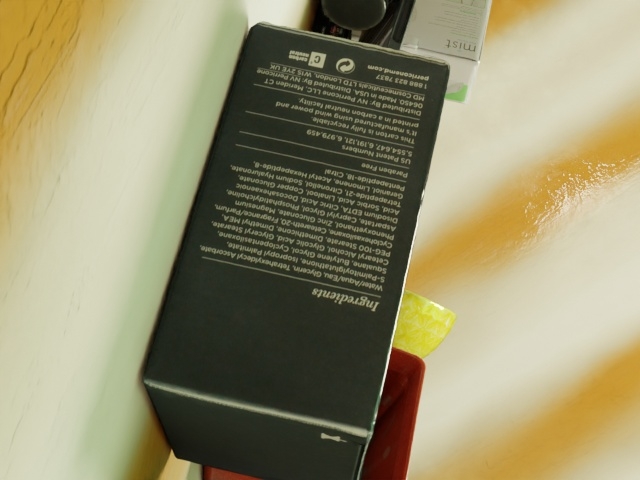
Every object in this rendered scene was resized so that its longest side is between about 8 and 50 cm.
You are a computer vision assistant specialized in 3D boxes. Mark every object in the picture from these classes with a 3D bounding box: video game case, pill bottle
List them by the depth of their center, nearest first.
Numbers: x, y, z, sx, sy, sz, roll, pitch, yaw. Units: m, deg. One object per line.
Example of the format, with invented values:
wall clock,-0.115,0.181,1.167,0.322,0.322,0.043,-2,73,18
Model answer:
pill bottle,0.069,-0.410,1.559,0.123,0.122,0.219,97,7,-51
video game case,0.084,-0.287,1.602,0.196,0.026,0.274,-48,-158,55

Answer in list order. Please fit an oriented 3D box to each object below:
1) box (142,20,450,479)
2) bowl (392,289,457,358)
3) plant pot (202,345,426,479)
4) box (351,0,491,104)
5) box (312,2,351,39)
box,-0.016,0.032,1.118,0.293,0.212,0.396,94,8,-65
bowl,0.074,0.152,1.848,0.289,0.289,0.156,72,37,-82
plant pot,-0.030,0.289,1.532,0.267,0.267,0.236,-73,-174,-47
box,0.155,-0.382,1.848,0.127,0.262,0.231,96,7,-60
box,0.004,-0.247,1.645,0.175,0.051,0.220,93,11,-68
